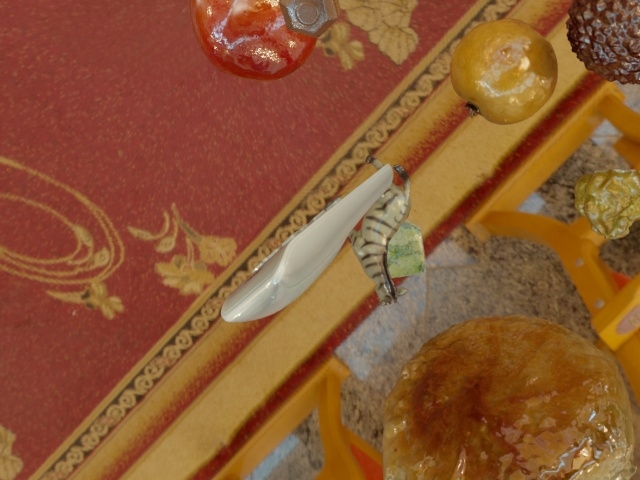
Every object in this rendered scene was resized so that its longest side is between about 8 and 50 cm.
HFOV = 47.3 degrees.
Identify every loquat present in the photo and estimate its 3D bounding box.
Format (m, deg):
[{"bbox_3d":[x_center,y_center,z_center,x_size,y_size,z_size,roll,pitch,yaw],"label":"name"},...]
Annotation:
[{"bbox_3d":[0.361,-0.329,1.437,0.207,0.208,0.208,-2,110,-7],"label":"loquat"}]

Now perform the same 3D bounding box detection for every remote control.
[{"bbox_3d":[-0.001,-0.001,0.786,0.051,0.293,0.103,48,125,-2],"label":"remote control"}]

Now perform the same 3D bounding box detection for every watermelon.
[{"bbox_3d":[0.168,0.032,1.479,0.097,0.158,0.121,7,69,9],"label":"watermelon"}]

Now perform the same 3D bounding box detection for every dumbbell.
[{"bbox_3d":[-0.004,-0.399,1.132,0.092,0.231,0.082,15,132,-2],"label":"dumbbell"}]

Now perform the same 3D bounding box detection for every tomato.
[{"bbox_3d":[-0.141,-0.455,1.544,0.298,0.299,0.227,12,106,-12],"label":"tomato"}]

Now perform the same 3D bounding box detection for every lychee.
[{"bbox_3d":[0.565,-0.410,1.309,0.264,0.264,0.300,-42,68,8],"label":"lychee"}]

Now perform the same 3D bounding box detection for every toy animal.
[{"bbox_3d":[0.100,-0.014,1.185,0.073,0.176,0.217,11,106,-37],"label":"toy animal"}]

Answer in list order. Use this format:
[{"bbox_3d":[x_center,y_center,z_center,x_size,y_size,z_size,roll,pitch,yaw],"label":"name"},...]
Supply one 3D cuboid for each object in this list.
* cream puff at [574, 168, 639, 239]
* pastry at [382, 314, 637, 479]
[{"bbox_3d":[0.571,-0.072,1.424,0.156,0.121,0.156,11,109,33],"label":"cream puff"},{"bbox_3d":[0.217,0.221,0.907,0.329,0.330,0.136,-31,127,4],"label":"pastry"}]
